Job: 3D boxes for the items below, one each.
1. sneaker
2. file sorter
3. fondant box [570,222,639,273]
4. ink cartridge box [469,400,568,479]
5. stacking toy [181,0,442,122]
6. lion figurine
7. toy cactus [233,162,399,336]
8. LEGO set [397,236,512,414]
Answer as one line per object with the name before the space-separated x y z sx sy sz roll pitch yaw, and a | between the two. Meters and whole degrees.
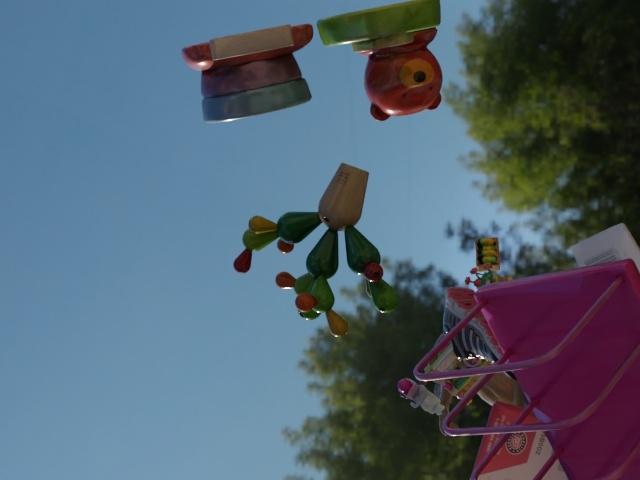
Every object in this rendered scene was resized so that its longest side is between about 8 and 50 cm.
sneaker | 0.212 0.132 1.400 0.063 0.170 0.075 -12 -51 -32
file sorter | 0.258 0.201 1.130 0.182 0.202 0.291 -38 -75 -39
fondant box | 0.501 0.170 1.641 0.330 0.096 0.238 58 -166 -23
ink cartridge box | 0.330 0.339 1.354 0.117 0.283 0.207 49 -122 -58
stacking toy | 0.007 -0.181 1.227 0.279 0.308 0.131 -114 13 -79
lion figurine | 0.304 0.233 1.869 0.142 0.392 0.240 -29 -54 -49
toy cactus | 0.000 0.000 1.225 0.112 0.219 0.181 15 -83 -47
LEGO set | 0.210 0.122 1.618 0.107 0.132 0.287 28 -95 -43
